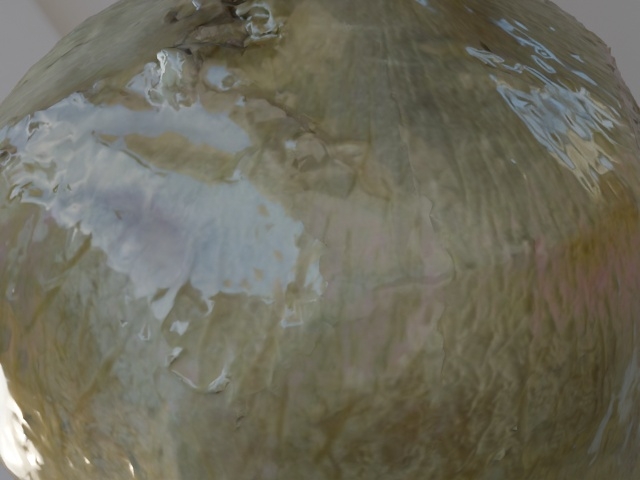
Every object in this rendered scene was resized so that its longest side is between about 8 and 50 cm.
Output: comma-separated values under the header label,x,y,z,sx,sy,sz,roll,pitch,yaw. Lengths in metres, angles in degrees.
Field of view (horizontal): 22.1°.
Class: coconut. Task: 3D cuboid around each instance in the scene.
label,x,y,z,sx,sy,sz,roll,pitch,yaw
coconut,0.000,0.000,0.872,0.404,0.405,0.404,-34,-12,-8
